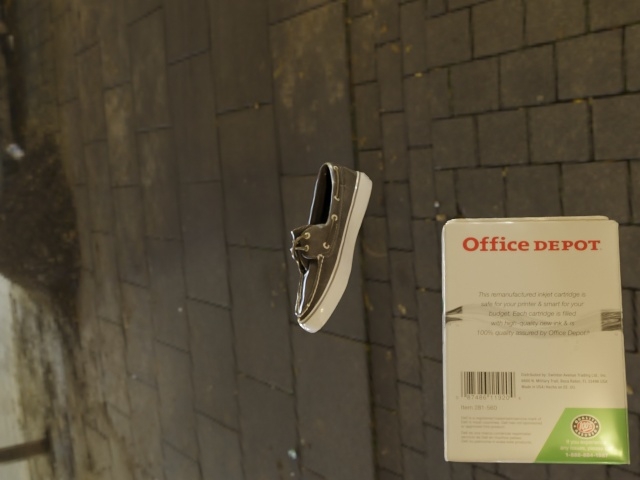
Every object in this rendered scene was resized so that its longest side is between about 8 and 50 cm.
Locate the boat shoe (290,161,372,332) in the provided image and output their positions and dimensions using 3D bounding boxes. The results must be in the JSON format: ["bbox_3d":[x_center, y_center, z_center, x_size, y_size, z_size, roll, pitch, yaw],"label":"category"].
[{"bbox_3d":[0.000,0.000,1.135,0.080,0.076,0.229,-32,34,59],"label":"boat shoe"}]

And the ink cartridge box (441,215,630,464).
[{"bbox_3d":[0.194,0.094,0.861,0.092,0.160,0.220,57,-147,-78],"label":"ink cartridge box"}]
